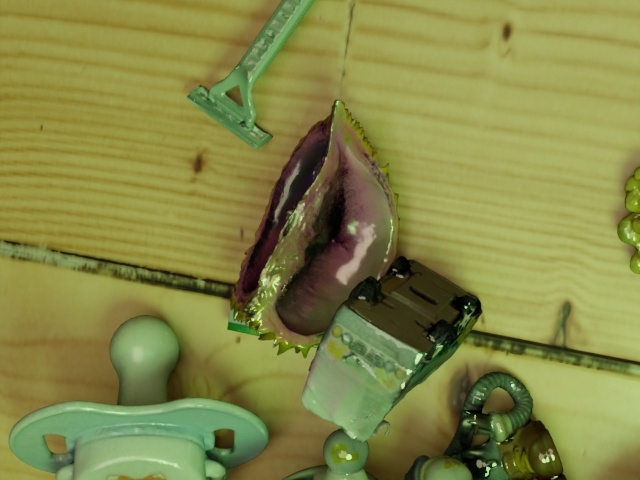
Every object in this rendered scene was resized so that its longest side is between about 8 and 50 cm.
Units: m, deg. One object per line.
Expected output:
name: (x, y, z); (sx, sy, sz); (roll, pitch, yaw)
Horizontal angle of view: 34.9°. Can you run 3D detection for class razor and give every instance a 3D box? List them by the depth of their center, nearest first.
razor: (-0.045, -0.253, 1.200); (0.111, 0.056, 0.278); (37, 102, 13)

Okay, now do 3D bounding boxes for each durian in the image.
durian: (0.004, 0.003, 1.161); (0.186, 0.154, 0.260); (38, 88, -7)

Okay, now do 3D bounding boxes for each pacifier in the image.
pacifier: (-0.214, 0.204, 1.228); (0.299, 0.244, 0.233); (1, 61, -7)

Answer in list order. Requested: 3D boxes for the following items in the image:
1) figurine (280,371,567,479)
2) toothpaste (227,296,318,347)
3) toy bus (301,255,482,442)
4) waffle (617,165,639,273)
figurine: (0.087, 0.319, 1.108); (0.382, 0.186, 0.261); (-19, 84, 0)
toothpaste: (-0.023, 0.102, 1.225); (0.178, 0.037, 0.043); (10, 97, 15)
toy bus: (0.078, 0.105, 1.051); (0.112, 0.317, 0.138); (32, 105, 14)
waffle: (0.469, -0.030, 1.062); (0.282, 0.058, 0.300); (31, 103, 10)
